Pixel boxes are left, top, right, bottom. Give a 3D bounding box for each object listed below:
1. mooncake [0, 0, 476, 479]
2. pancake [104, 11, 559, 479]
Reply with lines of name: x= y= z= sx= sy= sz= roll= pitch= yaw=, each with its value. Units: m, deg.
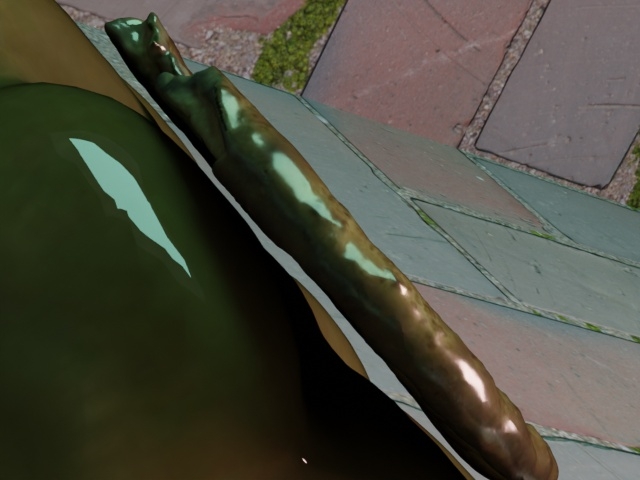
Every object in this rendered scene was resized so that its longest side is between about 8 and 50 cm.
mooncake: x=-0.110 y=0.091 z=0.803 sx=0.467 sy=0.262 sz=0.467 roll=49 pitch=1 yaw=-1
pancake: x=0.000 y=0.000 z=0.723 sx=0.286 sy=0.033 sz=0.288 roll=49 pitch=0 yaw=21
